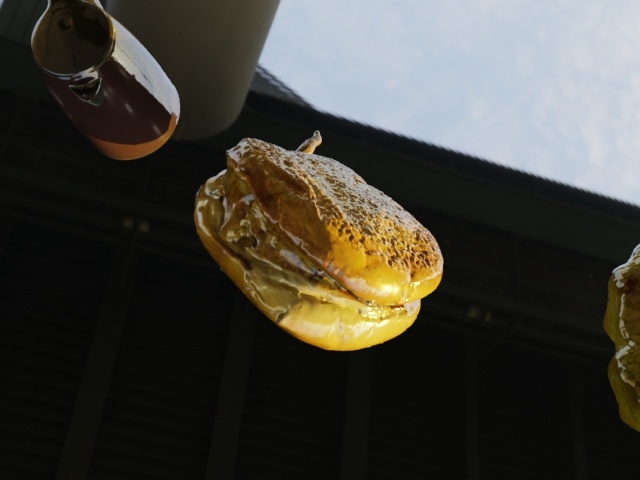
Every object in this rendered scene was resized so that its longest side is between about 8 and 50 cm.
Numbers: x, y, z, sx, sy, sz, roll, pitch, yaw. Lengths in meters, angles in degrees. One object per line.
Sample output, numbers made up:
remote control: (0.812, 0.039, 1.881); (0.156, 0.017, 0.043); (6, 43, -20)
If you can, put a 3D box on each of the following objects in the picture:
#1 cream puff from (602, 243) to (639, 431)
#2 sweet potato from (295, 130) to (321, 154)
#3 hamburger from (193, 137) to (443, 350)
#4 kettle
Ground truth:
cream puff: (0.396, 0.102, 0.790); (0.185, 0.281, 0.282); (44, -141, -41)
sweet potato: (-0.018, -0.161, 1.505); (0.026, 0.026, 0.115); (35, -145, 4)
hamburger: (0.000, 0.000, 1.078); (0.314, 0.170, 0.290); (7, -144, -52)
kettle: (-0.281, -0.233, 1.144); (0.143, 0.232, 0.202); (-10, -107, 2)
